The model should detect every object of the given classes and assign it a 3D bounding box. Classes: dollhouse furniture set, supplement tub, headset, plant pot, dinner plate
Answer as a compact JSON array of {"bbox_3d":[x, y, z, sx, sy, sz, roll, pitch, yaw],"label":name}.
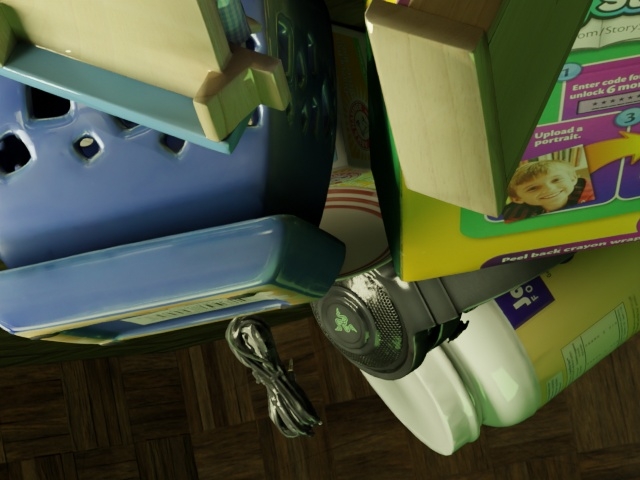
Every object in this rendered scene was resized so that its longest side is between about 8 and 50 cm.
[{"bbox_3d":[-0.034,-0.188,0.744,0.303,0.198,0.286,18,158,18],"label":"dollhouse furniture set"},{"bbox_3d":[0.194,0.034,1.740,0.331,0.241,0.241,-36,179,-14],"label":"supplement tub"},{"bbox_3d":[0.087,0.047,1.500,0.394,0.185,0.243,-21,-169,31],"label":"headset"},{"bbox_3d":[-0.106,-0.052,1.116,0.236,0.212,0.236,-12,172,9],"label":"plant pot"},{"bbox_3d":[0.000,0.000,1.251,0.141,0.017,0.141,-6,-152,3],"label":"dinner plate"}]

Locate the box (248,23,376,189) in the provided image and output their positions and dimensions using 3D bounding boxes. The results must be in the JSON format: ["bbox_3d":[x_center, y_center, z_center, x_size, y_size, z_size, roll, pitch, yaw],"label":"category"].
[{"bbox_3d":[0.017,-0.093,1.372,0.103,0.114,0.203,-13,172,29],"label":"box"}]

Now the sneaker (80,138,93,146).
[{"bbox_3d":[-0.236,-0.052,1.306,0.281,0.115,0.105,-9,173,-15],"label":"sneaker"}]

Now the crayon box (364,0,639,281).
[{"bbox_3d":[0.212,-0.122,1.059,0.363,0.106,0.313,-11,149,-4],"label":"crayon box"}]
